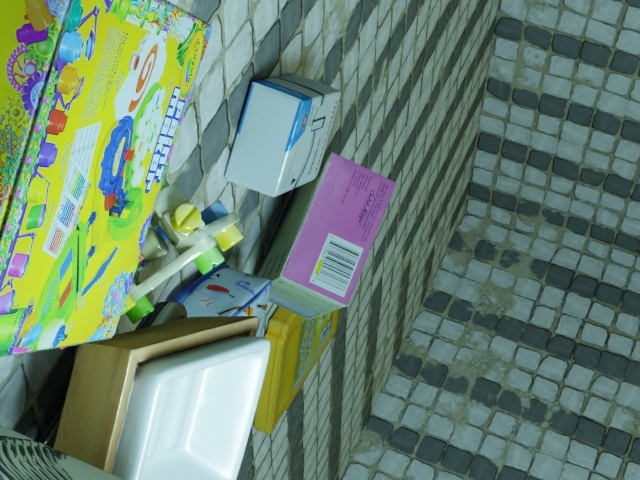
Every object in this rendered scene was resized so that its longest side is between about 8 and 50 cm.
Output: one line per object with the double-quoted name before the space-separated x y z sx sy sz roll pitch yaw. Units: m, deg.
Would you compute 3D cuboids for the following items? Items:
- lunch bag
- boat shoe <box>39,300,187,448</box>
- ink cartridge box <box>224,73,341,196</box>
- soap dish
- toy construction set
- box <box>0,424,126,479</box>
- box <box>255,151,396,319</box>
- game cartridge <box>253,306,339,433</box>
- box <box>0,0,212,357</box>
"lunch bag" -0.165 0.195 1.874 0.243 0.114 0.303 -46 152 -66
"boat shoe" -0.255 0.185 1.526 0.285 0.092 0.103 -62 157 -23
"ink cartridge box" -0.051 -0.157 1.875 0.203 0.085 0.148 -32 140 -70
"soap dish" -0.180 0.200 1.429 0.291 0.118 0.229 -8 115 -66
"toy construction set" -0.197 0.003 1.289 0.215 0.151 0.328 -33 166 -1
"box" -0.260 0.260 1.208 0.113 0.275 0.094 -21 129 -73
"box" 0.000 0.000 2.058 0.214 0.117 0.243 -68 -169 -14
"game cartridge" -0.034 0.176 2.506 0.324 0.052 0.285 -58 162 -47
"box" -0.245 -0.076 1.002 0.279 0.177 0.290 4 104 -76
